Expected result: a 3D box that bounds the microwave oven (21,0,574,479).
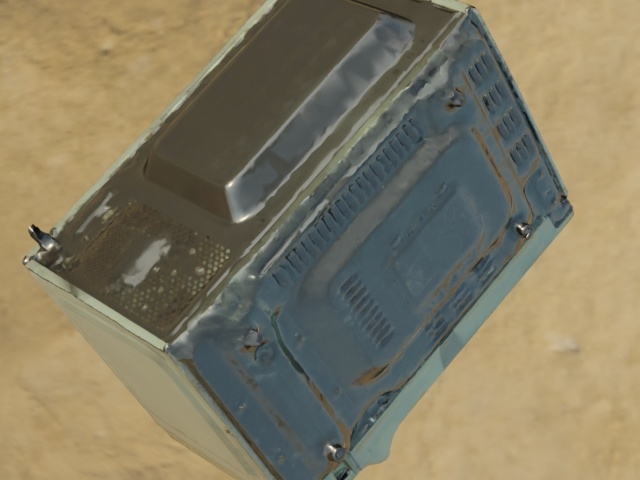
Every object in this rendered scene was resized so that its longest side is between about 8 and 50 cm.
[{"bbox_3d":[0.000,0.000,1.335,0.355,0.218,0.286,-48,135,-17],"label":"microwave oven"}]
